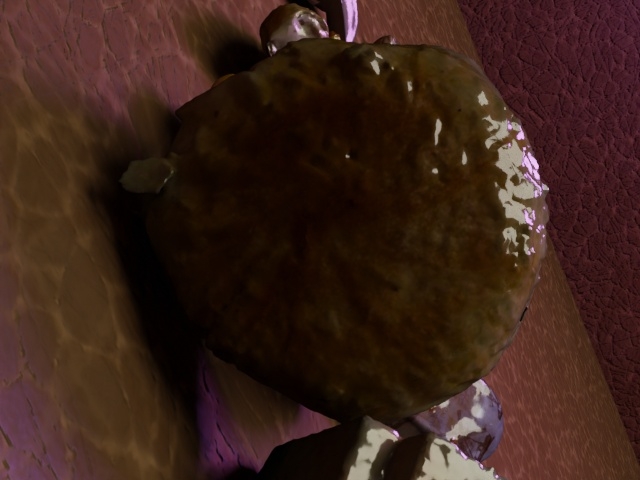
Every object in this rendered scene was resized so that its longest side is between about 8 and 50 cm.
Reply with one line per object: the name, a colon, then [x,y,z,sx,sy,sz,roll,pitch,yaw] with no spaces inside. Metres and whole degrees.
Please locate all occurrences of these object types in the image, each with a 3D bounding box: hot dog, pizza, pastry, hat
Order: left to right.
hat: [-0.008,-0.346,1.550,0.166,0.144,0.173,-72,-178,-65]
pizza: [0.029,-0.141,1.279,0.277,0.114,0.409,59,6,29]
pastry: [0.026,-0.019,0.842,0.136,0.330,0.329,32,40,-82]
hot dog: [0.100,0.148,1.180,0.268,0.075,0.144,47,58,-19]

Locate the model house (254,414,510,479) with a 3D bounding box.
model house: [0.059,0.328,0.801,0.312,0.245,0.280,35,59,-17]

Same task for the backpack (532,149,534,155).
backpack: [0.235,-0.124,1.698,0.283,0.197,0.317,56,-1,-15]

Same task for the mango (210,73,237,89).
mango: [0.000,0.000,1.009,0.350,0.201,0.199,56,-2,-3]

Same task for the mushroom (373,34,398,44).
mushroom: [0.136,-0.262,1.883,0.059,0.054,0.202,-75,146,-52]

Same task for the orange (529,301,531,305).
orange: [0.203,0.045,1.515,0.206,0.206,0.206,55,23,-38]
